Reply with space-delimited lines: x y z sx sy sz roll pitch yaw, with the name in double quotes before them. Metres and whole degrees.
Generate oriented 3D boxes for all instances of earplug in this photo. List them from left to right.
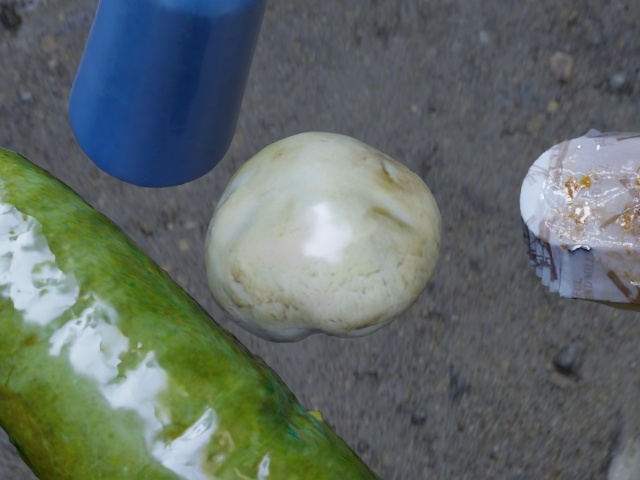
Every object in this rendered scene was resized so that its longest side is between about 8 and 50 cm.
"earplug" -0.101 -0.155 1.106 0.132 0.273 0.132 6 65 -12

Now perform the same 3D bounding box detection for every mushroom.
"mushroom" 0.000 0.000 0.917 0.148 0.112 0.148 -21 35 16

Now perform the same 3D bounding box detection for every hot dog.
"hot dog" 0.246 -0.013 1.000 0.252 0.069 0.131 3 68 26

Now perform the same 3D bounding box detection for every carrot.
"carrot" 0.023 0.113 0.352 0.074 0.074 0.358 -40 89 -12
